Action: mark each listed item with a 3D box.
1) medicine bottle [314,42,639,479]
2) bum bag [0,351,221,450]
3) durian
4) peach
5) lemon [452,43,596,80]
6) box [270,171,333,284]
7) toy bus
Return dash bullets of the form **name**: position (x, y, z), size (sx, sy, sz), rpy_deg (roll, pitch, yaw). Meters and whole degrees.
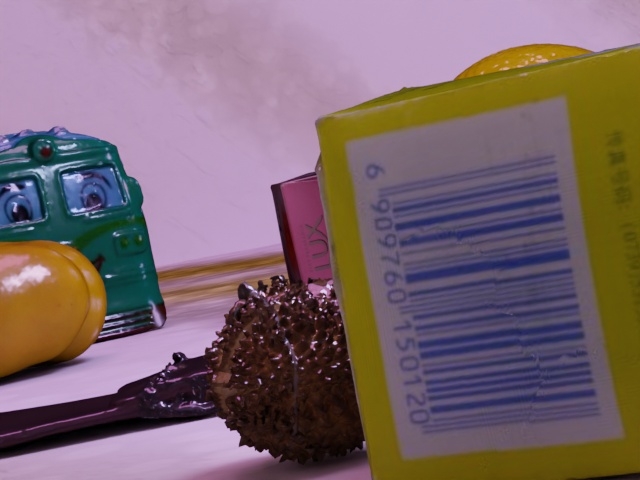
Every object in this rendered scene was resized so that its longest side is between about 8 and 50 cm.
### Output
- **medicine bottle**: position (0.137, -0.005, 0.580), size (0.250, 0.141, 0.137), rpy_deg (-9, -1, 30)
- **bum bag**: position (-0.124, 0.086, 0.925), size (0.159, 0.026, 0.109), rpy_deg (-11, 3, -5)
- **durian**: position (-0.001, 0.047, 0.687), size (0.091, 0.080, 0.080), rpy_deg (-17, 2, -2)
- **peach**: position (-0.244, 0.054, 1.338), size (0.179, 0.103, 0.179), rpy_deg (-14, 3, 1)
- **lemon**: position (0.178, -0.065, 1.376), size (0.203, 0.178, 0.178), rpy_deg (-9, 2, 3)
- **box**: position (0.000, 0.000, 1.425), size (0.060, 0.111, 0.156), rpy_deg (-11, 1, -6)
- **toy bus**: position (-0.277, 0.000, 1.664), size (0.183, 0.199, 0.343), rpy_deg (-11, 4, -23)
